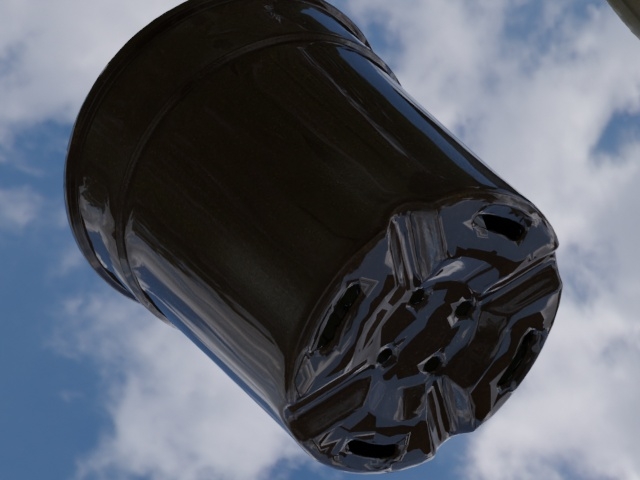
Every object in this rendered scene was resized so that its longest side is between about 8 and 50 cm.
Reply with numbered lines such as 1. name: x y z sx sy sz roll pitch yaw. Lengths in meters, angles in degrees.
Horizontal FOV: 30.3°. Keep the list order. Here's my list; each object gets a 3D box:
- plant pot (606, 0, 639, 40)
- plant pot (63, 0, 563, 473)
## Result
1. plant pot: 0.434 -0.363 1.119 0.305 0.334 0.333 -33 -122 39
2. plant pot: 0.000 0.000 0.492 0.167 0.167 0.165 -45 -136 -1
